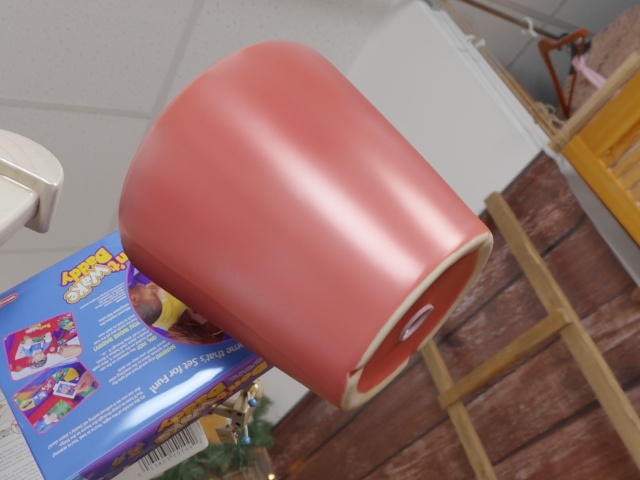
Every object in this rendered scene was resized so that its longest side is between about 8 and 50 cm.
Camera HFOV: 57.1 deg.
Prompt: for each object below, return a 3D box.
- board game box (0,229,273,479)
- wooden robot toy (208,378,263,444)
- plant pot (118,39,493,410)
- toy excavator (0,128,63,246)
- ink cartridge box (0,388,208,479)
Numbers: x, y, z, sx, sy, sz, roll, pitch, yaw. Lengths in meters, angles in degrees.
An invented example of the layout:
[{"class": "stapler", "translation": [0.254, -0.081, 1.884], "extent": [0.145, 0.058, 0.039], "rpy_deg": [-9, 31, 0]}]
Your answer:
[{"class": "board game box", "translation": [-0.189, 0.093, 0.691], "extent": [0.347, 0.233, 0.078], "rpy_deg": [-32, -25, -19]}, {"class": "wooden robot toy", "translation": [-0.117, 0.224, 0.868], "extent": [0.079, 0.076, 0.173], "rpy_deg": [-54, -18, -51]}, {"class": "plant pot", "translation": [0.000, 0.000, 0.539], "extent": [0.275, 0.243, 0.275], "rpy_deg": [-41, -23, -22]}, {"class": "toy excavator", "translation": [-0.464, 0.024, 0.481], "extent": [0.445, 0.433, 0.222], "rpy_deg": [12, -53, -29]}, {"class": "ink cartridge box", "translation": [-0.339, 0.238, 0.791], "extent": [0.296, 0.066, 0.261], "rpy_deg": [-26, -73, -15]}]
